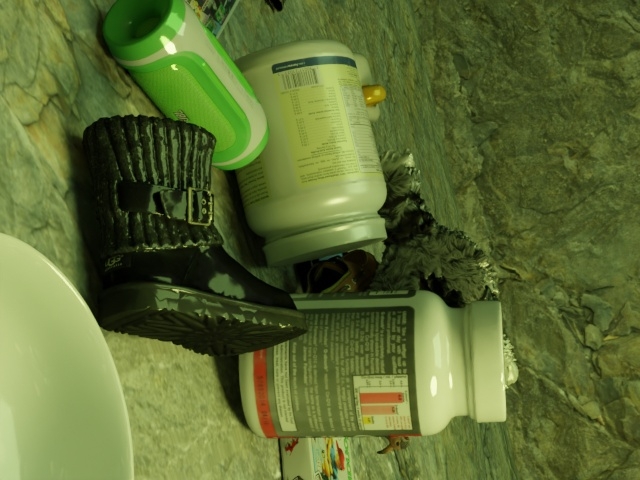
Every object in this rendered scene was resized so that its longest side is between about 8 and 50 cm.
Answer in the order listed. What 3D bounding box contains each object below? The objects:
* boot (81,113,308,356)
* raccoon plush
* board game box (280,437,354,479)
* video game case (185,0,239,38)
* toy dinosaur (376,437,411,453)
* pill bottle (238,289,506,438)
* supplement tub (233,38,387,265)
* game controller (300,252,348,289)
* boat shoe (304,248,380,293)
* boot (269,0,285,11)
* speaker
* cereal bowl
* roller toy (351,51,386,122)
[{"bbox_3d":[-0.149,-0.004,1.395,0.348,0.131,0.260,23,54,-53],"label":"boot"},{"bbox_3d":[0.228,0.083,1.916,0.299,0.216,0.446,53,33,-53],"label":"raccoon plush"},{"bbox_3d":[-0.009,0.303,1.776,0.193,0.053,0.305,44,35,-59],"label":"board game box"},{"bbox_3d":[-0.202,-0.414,1.771,0.183,0.023,0.201,62,31,-35],"label":"video game case"},{"bbox_3d":[0.094,0.263,2.007,0.296,0.127,0.200,-159,-96,-84],"label":"toy dinosaur"},{"bbox_3d":[0.079,0.177,1.581,0.210,0.363,0.210,-2,90,-81],"label":"pill bottle"},{"bbox_3d":[-0.026,-0.137,1.783,0.235,0.235,0.324,1,75,-72],"label":"supplement tub"},{"bbox_3d":[0.000,0.000,2.031,0.166,0.067,0.319,7,69,-71],"label":"game controller"},{"bbox_3d":[0.038,0.072,1.875,0.104,0.111,0.307,57,18,-16],"label":"boat shoe"},{"bbox_3d":[-0.097,-0.518,2.201,0.118,0.042,0.087,49,33,-53],"label":"boot"},{"bbox_3d":[-0.182,-0.223,1.556,0.296,0.131,0.131,52,29,-51],"label":"speaker"},{"bbox_3d":[-0.292,0.167,0.878,0.339,0.141,0.339,-16,90,-72],"label":"cereal bowl"},{"bbox_3d":[0.012,-0.259,2.061,0.191,0.209,0.146,163,-87,-87],"label":"roller toy"}]
